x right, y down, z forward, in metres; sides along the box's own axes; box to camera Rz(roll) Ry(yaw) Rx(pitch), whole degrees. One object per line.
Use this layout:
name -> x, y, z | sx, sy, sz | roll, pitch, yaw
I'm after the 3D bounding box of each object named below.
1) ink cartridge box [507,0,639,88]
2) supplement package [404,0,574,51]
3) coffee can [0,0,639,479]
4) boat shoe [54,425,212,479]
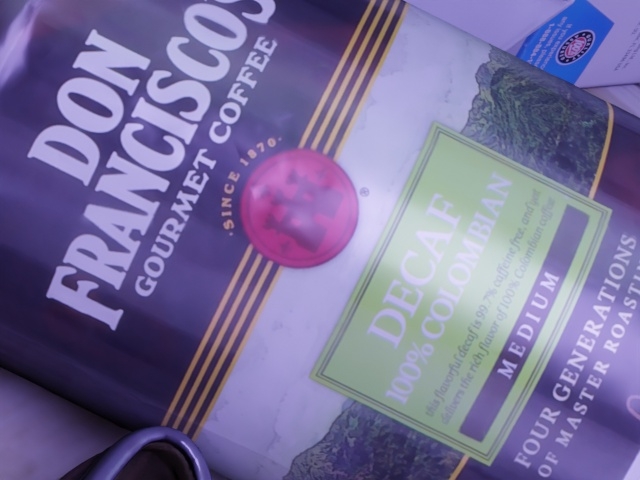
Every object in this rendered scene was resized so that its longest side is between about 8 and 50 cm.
ink cartridge box -> 0.190, -0.206, 0.945 | 0.233, 0.171, 0.168 | -7, 54, -31
supplement package -> -0.032, -0.181, 0.736 | 0.262, 0.204, 0.145 | 41, 42, -17
coffee can -> 0.000, 0.000, 0.641 | 0.275, 0.201, 0.201 | 26, 44, -2
boat shoe -> -0.080, 0.182, 0.511 | 0.103, 0.092, 0.285 | 19, 46, -13
